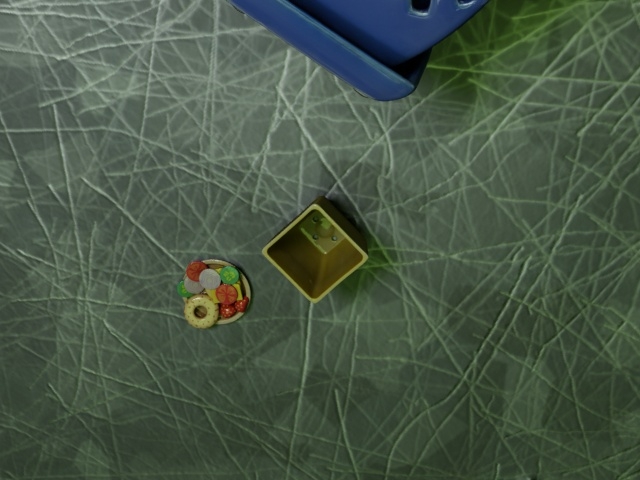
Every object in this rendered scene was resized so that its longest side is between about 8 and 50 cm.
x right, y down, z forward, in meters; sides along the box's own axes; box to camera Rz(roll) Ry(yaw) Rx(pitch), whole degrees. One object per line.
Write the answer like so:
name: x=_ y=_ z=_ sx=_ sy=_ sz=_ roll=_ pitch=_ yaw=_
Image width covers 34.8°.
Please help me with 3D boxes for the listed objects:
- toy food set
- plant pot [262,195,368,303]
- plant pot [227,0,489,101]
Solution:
toy food set: x=-0.121 y=0.059 z=1.161 sx=0.083 sy=0.020 sz=0.082 roll=-8 pitch=109 yaw=12
plant pot: x=0.000 y=0.000 z=1.086 sx=0.081 sy=0.083 sz=0.081 roll=-41 pitch=100 yaw=21
plant pot: x=0.048 y=-0.270 z=0.902 sx=0.236 sy=0.236 sz=0.212 roll=33 pitch=118 yaw=-5
